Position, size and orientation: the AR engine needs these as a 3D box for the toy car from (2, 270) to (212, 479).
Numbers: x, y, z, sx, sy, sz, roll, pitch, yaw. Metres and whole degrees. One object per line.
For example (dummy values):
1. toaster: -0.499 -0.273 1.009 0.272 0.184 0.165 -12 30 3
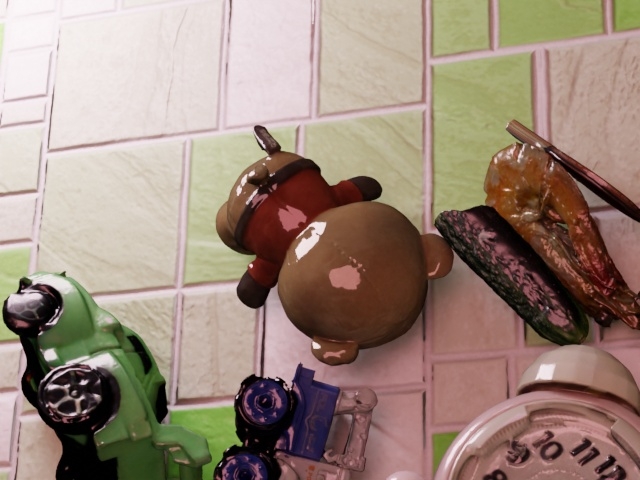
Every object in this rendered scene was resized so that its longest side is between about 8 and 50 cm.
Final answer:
1. toy car: -0.279 0.200 2.023 0.176 0.213 0.358 -18 52 -16

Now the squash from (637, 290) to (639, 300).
1. squash: 0.501 0.110 1.840 0.287 0.137 0.137 1 68 32

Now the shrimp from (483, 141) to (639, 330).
1. shrimp: 0.301 0.000 1.942 0.062 0.154 0.294 -25 64 -35

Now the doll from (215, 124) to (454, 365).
1. doll: 0.000 0.000 2.021 0.235 0.174 0.330 -41 60 -13

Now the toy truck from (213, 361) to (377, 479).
1. toy truck: -0.032 0.266 1.951 0.177 0.161 0.213 15 74 1

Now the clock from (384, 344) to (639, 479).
1. clock: 0.277 0.314 1.791 0.326 0.184 0.342 -36 66 -2

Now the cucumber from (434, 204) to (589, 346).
1. cucumber: 0.239 0.041 1.928 0.074 0.074 0.241 -42 64 0

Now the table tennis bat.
1. table tennis bat: 0.315 -0.087 1.969 0.220 0.130 0.019 40 94 35
